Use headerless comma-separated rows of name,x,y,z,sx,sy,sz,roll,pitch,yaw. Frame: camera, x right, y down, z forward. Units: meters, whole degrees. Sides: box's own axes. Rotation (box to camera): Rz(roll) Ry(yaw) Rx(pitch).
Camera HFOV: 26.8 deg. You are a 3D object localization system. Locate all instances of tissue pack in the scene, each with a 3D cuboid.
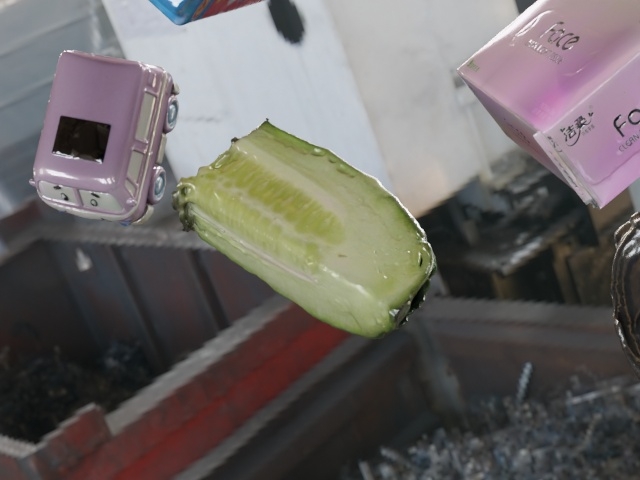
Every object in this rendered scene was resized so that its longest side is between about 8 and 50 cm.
tissue pack,0.226,-0.136,1.164,0.148,0.092,0.246,-41,22,4

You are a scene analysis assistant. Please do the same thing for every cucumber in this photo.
cucumber,0.002,0.000,1.357,0.145,0.105,0.325,-41,46,-20

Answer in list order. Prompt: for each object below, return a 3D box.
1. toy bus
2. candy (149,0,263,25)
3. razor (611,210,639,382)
toy bus,-0.268,-0.126,1.663,0.142,0.202,0.142,11,-3,12
candy,-0.054,-0.253,0.964,0.157,0.100,0.306,-50,3,16
razor,0.407,0.104,1.271,0.113,0.349,0.204,-35,45,39
